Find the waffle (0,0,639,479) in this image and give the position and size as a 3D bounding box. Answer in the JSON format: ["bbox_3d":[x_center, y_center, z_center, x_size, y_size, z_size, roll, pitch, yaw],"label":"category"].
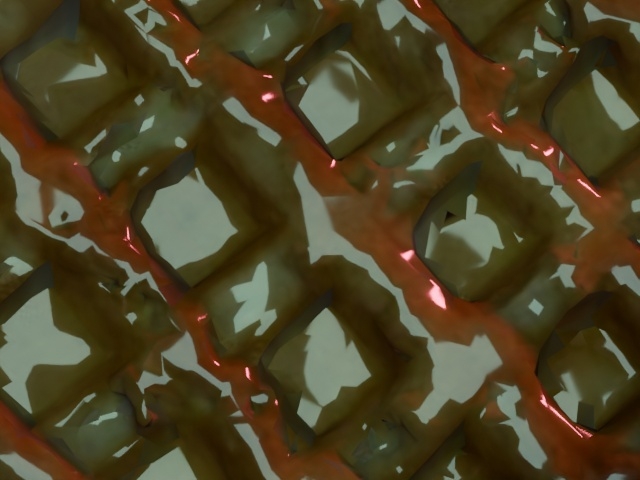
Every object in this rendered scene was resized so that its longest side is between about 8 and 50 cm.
[{"bbox_3d":[0.000,0.000,0.464,0.308,0.091,0.213,-40,88,-18],"label":"waffle"}]
